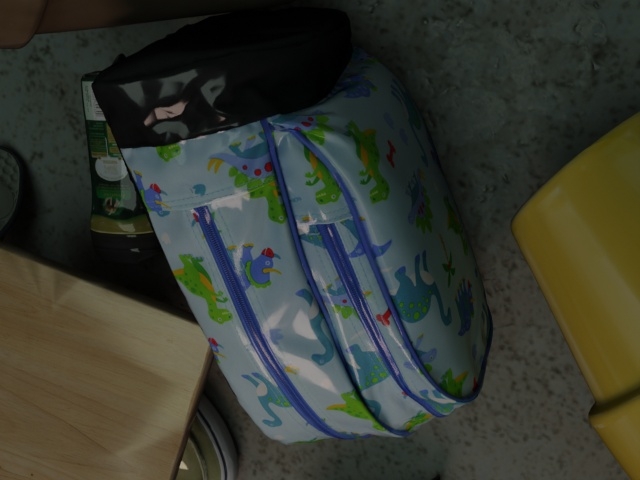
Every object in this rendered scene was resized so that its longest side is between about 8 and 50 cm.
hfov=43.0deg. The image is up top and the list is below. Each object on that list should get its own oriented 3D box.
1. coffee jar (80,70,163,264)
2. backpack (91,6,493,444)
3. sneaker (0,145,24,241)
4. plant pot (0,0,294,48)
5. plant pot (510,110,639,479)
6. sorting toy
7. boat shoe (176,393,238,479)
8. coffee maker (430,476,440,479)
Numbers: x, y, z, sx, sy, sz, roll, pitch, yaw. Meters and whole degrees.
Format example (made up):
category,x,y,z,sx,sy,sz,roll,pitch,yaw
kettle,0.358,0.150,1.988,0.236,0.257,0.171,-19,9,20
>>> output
category,x,y,z,sx,sy,sz,roll,pitch,yaw
coffee jar,-0.180,-0.071,0.791,0.079,0.096,0.184,4,104,17
backpack,0.000,0.000,0.668,0.273,0.290,0.355,0,111,14
sneaker,-0.393,0.016,0.874,0.086,0.163,0.226,22,67,-24
plant pot,-0.139,-0.295,0.611,0.280,0.323,0.323,0,107,-30
plant pot,0.281,0.032,0.622,0.254,0.254,0.239,-41,75,20
sorting toy,-0.237,0.146,0.760,0.257,0.089,0.255,20,101,9
boat shoe,-0.211,0.166,0.854,0.302,0.094,0.109,47,110,1
coffee maker,0.082,0.362,0.806,0.171,0.120,0.178,-29,94,19
